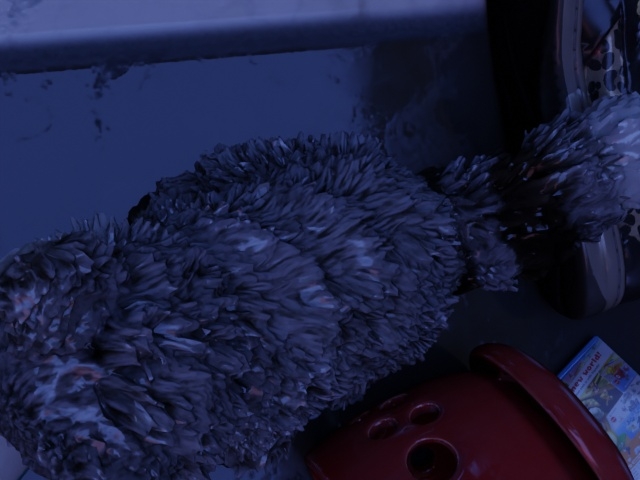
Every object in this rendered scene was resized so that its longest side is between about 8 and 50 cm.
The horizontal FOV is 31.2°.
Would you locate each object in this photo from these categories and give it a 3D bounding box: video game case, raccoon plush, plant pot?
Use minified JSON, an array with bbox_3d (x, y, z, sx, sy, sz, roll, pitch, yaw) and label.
[{"bbox_3d":[0.237,0.174,0.896,0.166,0.015,0.119,44,79,7],"label":"video game case"},{"bbox_3d":[0.000,0.000,0.680,0.446,0.299,0.216,-36,88,7],"label":"raccoon plush"},{"bbox_3d":[0.108,0.176,0.792,0.174,0.191,0.191,-37,95,-9],"label":"plant pot"}]

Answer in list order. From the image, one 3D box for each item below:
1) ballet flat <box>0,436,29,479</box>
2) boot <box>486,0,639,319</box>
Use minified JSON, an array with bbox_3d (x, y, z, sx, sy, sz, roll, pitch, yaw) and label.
[{"bbox_3d":[-0.366,0.073,0.713,0.400,0.139,0.139,26,81,-13],"label":"ballet flat"},{"bbox_3d":[0.288,-0.143,0.883,0.284,0.138,0.377,-8,92,-12],"label":"boot"}]
